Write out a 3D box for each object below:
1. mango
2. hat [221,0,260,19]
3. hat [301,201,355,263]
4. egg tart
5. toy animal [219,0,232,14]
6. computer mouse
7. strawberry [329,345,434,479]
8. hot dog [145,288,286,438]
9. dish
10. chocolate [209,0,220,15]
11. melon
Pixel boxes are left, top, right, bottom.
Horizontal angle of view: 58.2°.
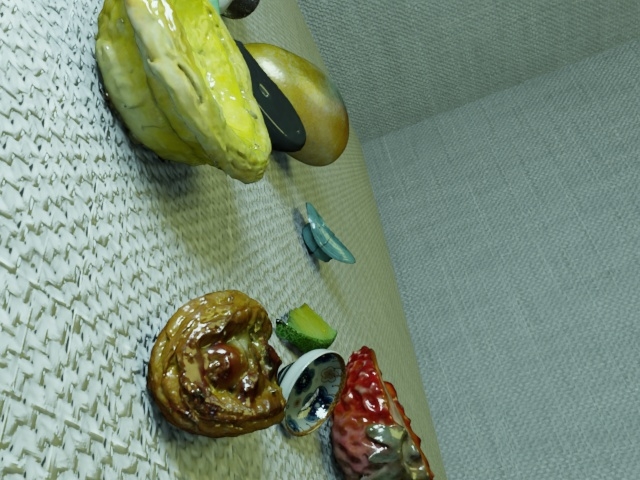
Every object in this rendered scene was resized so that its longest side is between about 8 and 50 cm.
[{"bbox_3d":[-0.059,-0.324,1.367,0.384,0.198,0.222,42,35,-42],"label":"mango"},{"bbox_3d":[-0.228,-0.601,1.315,0.193,0.082,0.193,-8,102,-45],"label":"hat"},{"bbox_3d":[0.000,0.000,1.403,0.191,0.078,0.138,51,5,-3],"label":"hat"},{"bbox_3d":[-0.187,-0.225,0.754,0.345,0.132,0.346,-18,90,-79],"label":"egg tart"},{"bbox_3d":[-0.183,-0.538,1.154,0.179,0.193,0.128,-68,137,-60],"label":"toy animal"},{"bbox_3d":[-0.137,-0.278,1.171,0.270,0.086,0.138,47,32,-32],"label":"computer mouse"},{"bbox_3d":[0.091,0.351,1.122,0.265,0.149,0.336,59,5,-21],"label":"strawberry"},{"bbox_3d":[-0.105,0.141,0.647,0.227,0.099,0.161,10,61,-73],"label":"hot dog"},{"bbox_3d":[-0.033,0.223,0.897,0.141,0.078,0.141,-25,124,-42],"label":"dish"},{"bbox_3d":[-0.214,-0.376,0.968,0.110,0.110,0.291,46,30,-64],"label":"chocolate"},{"bbox_3d":[-0.026,0.162,1.083,0.114,0.053,0.262,66,10,15],"label":"melon"}]
